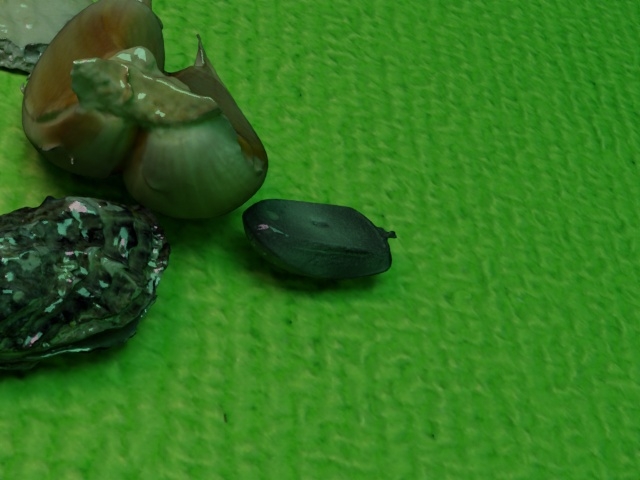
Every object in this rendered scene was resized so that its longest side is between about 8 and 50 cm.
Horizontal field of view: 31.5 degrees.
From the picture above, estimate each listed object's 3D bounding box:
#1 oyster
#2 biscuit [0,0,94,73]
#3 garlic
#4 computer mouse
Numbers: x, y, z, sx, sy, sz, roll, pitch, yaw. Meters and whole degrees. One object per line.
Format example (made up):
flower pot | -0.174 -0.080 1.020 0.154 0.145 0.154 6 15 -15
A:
oyster | -0.293 0.041 1.135 0.162 0.158 0.351 15 17 34
biscuit | -0.398 -0.284 1.438 0.265 0.040 0.188 -16 58 -38
garlic | -0.202 -0.159 1.313 0.286 0.250 0.313 1 19 -13
computer mouse | -0.004 0.004 1.376 0.229 0.068 0.113 7 35 -38
